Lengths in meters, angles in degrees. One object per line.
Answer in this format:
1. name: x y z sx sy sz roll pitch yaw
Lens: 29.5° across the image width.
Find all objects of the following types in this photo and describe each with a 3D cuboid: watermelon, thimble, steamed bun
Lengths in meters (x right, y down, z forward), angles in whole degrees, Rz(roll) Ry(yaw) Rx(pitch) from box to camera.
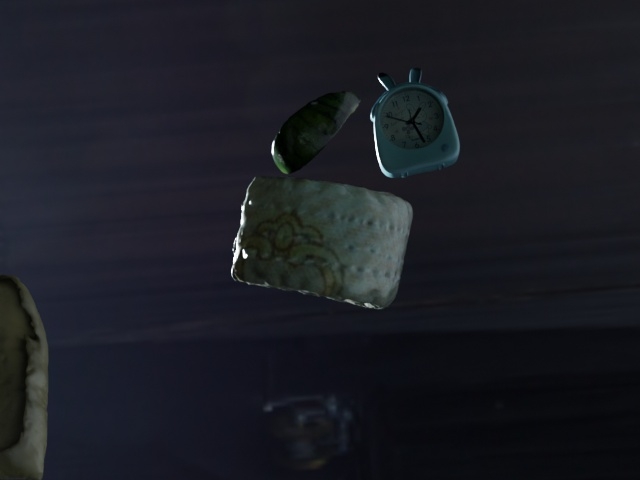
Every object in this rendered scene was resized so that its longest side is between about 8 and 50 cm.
1. watermelon: -0.021 -0.189 2.031 0.075 0.181 0.092 44 -167 -14
2. thimble: 0.000 0.000 2.045 0.291 0.291 0.195 95 -173 -85
3. steamed bun: -0.364 0.159 1.195 0.110 0.212 0.231 74 -177 -48

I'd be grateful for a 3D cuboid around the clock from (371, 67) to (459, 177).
1. clock: 0.119 -0.161 1.601 0.045 0.108 0.147 68 -170 -79
